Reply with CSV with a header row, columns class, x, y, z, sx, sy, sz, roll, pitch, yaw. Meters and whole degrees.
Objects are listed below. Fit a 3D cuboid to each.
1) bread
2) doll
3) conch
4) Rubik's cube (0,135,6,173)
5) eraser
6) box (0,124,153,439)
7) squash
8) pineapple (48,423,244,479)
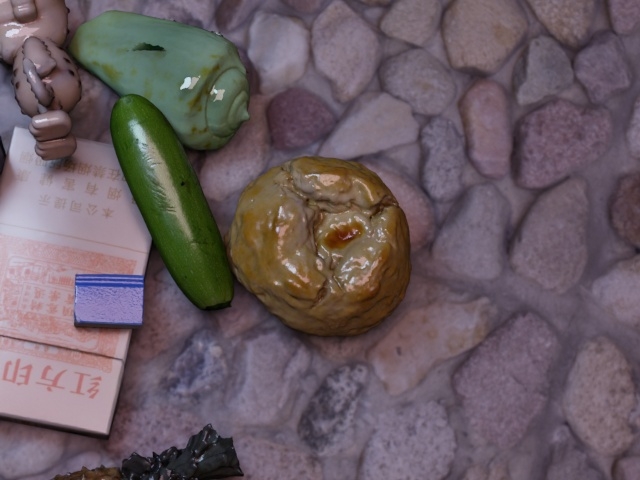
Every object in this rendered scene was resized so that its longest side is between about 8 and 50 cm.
class,x,y,z,sx,sy,sz,roll,pitch,yaw
bread,0.000,0.000,1.847,0.244,0.134,0.244,2,72,-7
doll,-0.359,-0.234,1.854,0.119,0.154,0.278,-14,53,-9
conch,-0.190,-0.221,1.917,0.250,0.137,0.143,42,101,27
Rubik's cube,-0.524,-0.103,1.792,0.205,0.205,0.207,31,72,4
eraser,-0.256,0.073,1.803,0.084,0.027,0.063,2,75,-9
box,-0.322,0.050,1.842,0.204,0.051,0.365,12,73,-4
squash,-0.182,-0.046,1.824,0.082,0.082,0.292,-23,88,-12
pineapple,-0.211,0.300,1.746,0.248,0.128,0.128,-21,76,-15
